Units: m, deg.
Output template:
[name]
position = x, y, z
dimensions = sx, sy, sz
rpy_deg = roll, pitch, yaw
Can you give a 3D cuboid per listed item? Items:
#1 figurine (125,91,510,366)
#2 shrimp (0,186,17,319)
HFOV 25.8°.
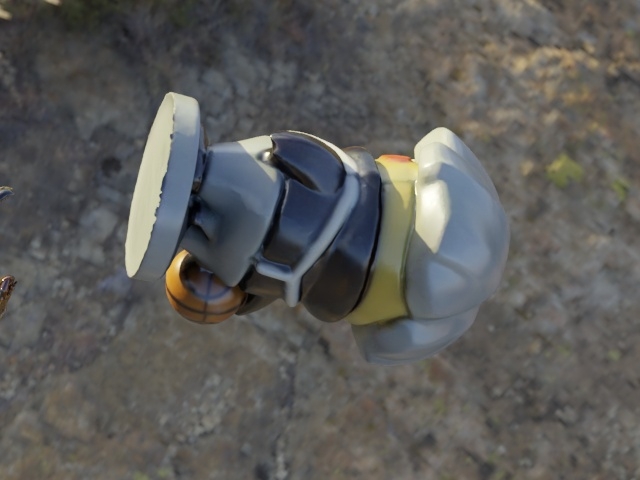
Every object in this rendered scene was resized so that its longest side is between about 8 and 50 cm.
[figurine]
position = 0.000, 0.000, 0.897
dimensions = 0.236, 0.176, 0.133
rpy_deg = 11, 49, -14
[shrimp]
position = -0.421, 0.050, 1.580
dimensions = 0.173, 0.253, 0.058
rpy_deg = 52, -4, -18
